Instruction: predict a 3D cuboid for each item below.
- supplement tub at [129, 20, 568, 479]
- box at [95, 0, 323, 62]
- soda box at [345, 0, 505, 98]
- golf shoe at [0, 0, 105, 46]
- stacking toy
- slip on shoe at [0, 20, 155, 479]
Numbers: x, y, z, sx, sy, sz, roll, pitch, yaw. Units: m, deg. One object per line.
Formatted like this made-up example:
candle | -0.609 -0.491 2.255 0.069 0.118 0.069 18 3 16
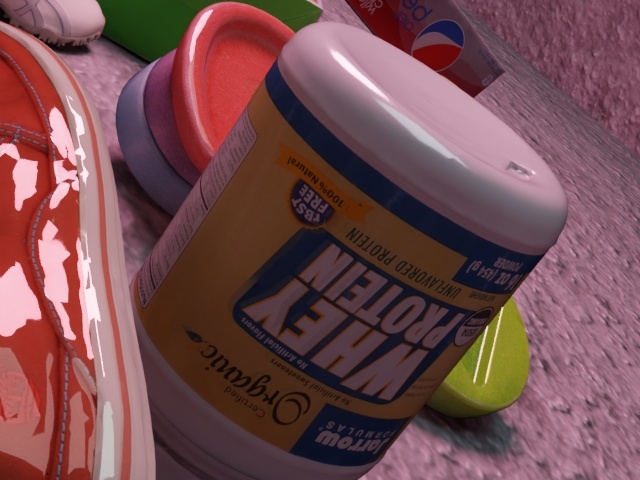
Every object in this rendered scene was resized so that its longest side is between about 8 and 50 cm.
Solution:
supplement tub | -0.001 0.019 0.502 0.144 0.200 0.144 31 20 -12
box | -0.142 -0.257 1.026 0.262 0.127 0.231 29 22 -15
soda box | 0.079 -0.240 1.108 0.263 0.083 0.092 41 13 -42
golf shoe | -0.219 -0.202 0.824 0.069 0.086 0.176 46 20 31
stacking toy | 0.000 0.000 0.770 0.309 0.130 0.280 15 54 -39
slip on shoe | -0.147 0.003 0.434 0.101 0.123 0.331 18 31 -32
